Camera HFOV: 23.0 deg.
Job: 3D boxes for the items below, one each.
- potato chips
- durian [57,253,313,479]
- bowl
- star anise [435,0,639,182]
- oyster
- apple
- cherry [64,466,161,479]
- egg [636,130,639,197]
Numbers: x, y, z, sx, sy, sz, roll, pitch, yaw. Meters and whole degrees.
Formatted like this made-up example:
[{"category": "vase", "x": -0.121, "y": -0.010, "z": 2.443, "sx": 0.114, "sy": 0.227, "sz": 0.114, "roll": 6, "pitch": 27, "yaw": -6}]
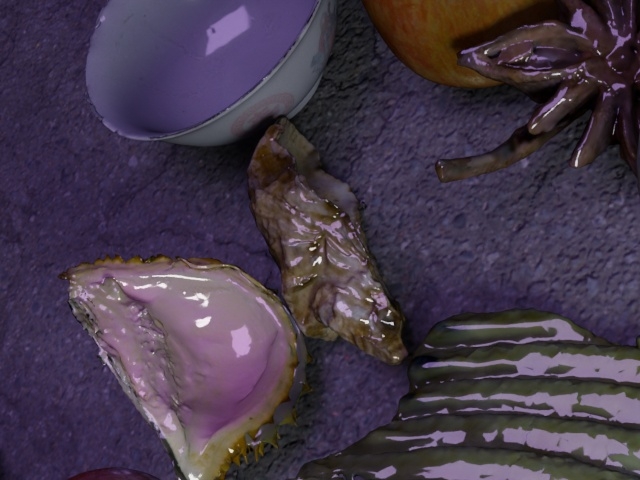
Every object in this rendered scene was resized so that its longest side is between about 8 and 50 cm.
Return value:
[{"category": "potato chips", "x": 0.172, "y": 0.212, "z": 1.398, "sx": 0.389, "sy": 0.097, "sz": 0.373, "roll": 23, "pitch": 47, "yaw": 36}, {"category": "durian", "x": -0.113, "y": 0.124, "z": 1.669, "sx": 0.195, "sy": 0.185, "sz": 0.305, "roll": -34, "pitch": 60, "yaw": -3}, {"category": "bowl", "x": -0.095, "y": -0.227, "z": 1.841, "sx": 0.345, "sy": 0.157, "sz": 0.345, "roll": -19, "pitch": 52, "yaw": 26}, {"category": "star anise", "x": 0.290, "y": -0.161, "z": 1.547, "sx": 0.292, "sy": 0.109, "sz": 0.349, "roll": 29, "pitch": 84, "yaw": 21}, {"category": "oyster", "x": -0.003, "y": 0.003, "z": 1.673, "sx": 0.110, "sy": 0.166, "sz": 0.341, "roll": -29, "pitch": 66, "yaw": 10}, {"category": "apple", "x": 0.154, "y": -0.301, "z": 1.659, "sx": 0.264, "sy": 0.264, "sz": 0.264, "roll": -17, "pitch": 56, "yaw": 27}, {"category": "cherry", "x": -0.208, "y": 0.362, "z": 1.547, "sx": 0.236, "sy": 0.213, "sz": 0.285, "roll": -2, "pitch": 71, "yaw": 1}, {"category": "egg", "x": 0.428, "y": -0.113, "z": 1.332, "sx": 0.287, "sy": 0.287, "sz": 0.379, "roll": 26, "pitch": 93, "yaw": 41}]
